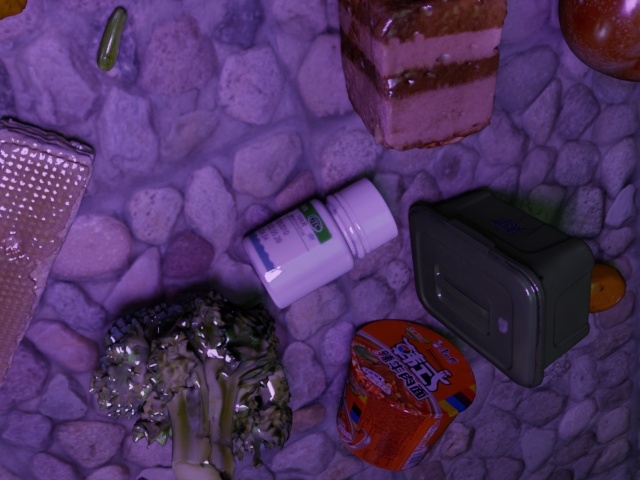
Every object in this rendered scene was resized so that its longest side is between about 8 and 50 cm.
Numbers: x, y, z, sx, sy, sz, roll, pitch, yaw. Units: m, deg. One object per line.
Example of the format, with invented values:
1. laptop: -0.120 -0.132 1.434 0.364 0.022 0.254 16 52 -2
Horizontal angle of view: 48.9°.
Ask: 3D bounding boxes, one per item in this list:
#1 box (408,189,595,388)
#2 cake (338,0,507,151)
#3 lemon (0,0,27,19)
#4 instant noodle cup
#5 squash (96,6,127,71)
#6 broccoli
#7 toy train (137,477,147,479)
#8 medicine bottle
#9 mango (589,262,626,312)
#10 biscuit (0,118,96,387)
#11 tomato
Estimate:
1. box: 0.315 0.068 1.237 0.177 0.328 0.253 -23 126 -20
2. cake: 0.137 -0.257 1.041 0.198 0.196 0.293 -18 134 -16
3. lemon: -0.427 -0.319 0.757 0.192 0.192 0.231 -49 131 9
4. instant noodle cup: 0.149 0.306 1.358 0.250 0.250 0.192 2 125 -24
5. squash: -0.282 -0.271 0.952 0.027 0.027 0.089 10 112 -28
6. broccoli: -0.196 0.238 1.148 0.277 0.317 0.338 -3 101 3
7. toy train: -0.385 0.656 1.384 0.397 0.160 0.253 -41 119 3
8. medicine bottle: 0.000 0.000 1.166 0.237 0.139 0.139 -31 126 -4
9. mango: 0.574 0.106 1.506 0.165 0.089 0.115 -13 122 -13
10. biscuit: -0.463 0.036 1.022 0.144 0.078 0.426 17 111 -32
11. tomato: 0.502 -0.392 1.101 0.270 0.223 0.270 -13 143 -10
